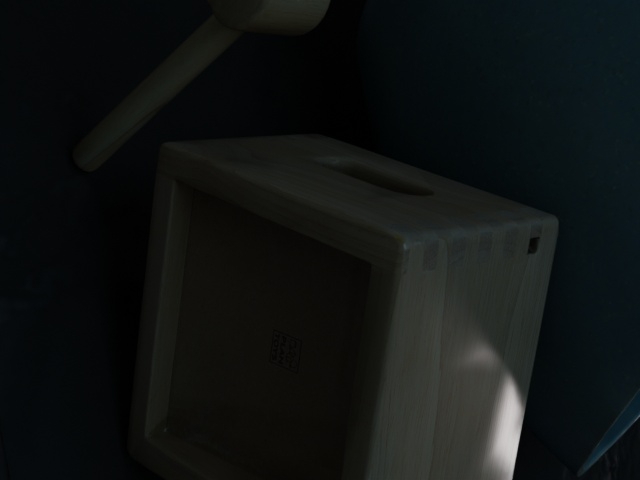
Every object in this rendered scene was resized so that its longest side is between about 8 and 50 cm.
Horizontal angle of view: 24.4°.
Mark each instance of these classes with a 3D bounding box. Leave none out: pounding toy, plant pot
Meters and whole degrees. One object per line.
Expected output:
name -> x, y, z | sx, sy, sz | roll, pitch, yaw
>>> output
pounding toy -> -0.006, -0.008, 0.555 | 0.094, 0.181, 0.206 | -7, 111, -43
plant pot -> 0.131, -0.072, 0.640 | 0.195, 0.290, 0.290 | 41, 49, 15

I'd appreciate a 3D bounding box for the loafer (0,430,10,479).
loafer -> -0.142, 0.088, 0.465 | 0.078, 0.080, 0.220 | -28, 99, -42
